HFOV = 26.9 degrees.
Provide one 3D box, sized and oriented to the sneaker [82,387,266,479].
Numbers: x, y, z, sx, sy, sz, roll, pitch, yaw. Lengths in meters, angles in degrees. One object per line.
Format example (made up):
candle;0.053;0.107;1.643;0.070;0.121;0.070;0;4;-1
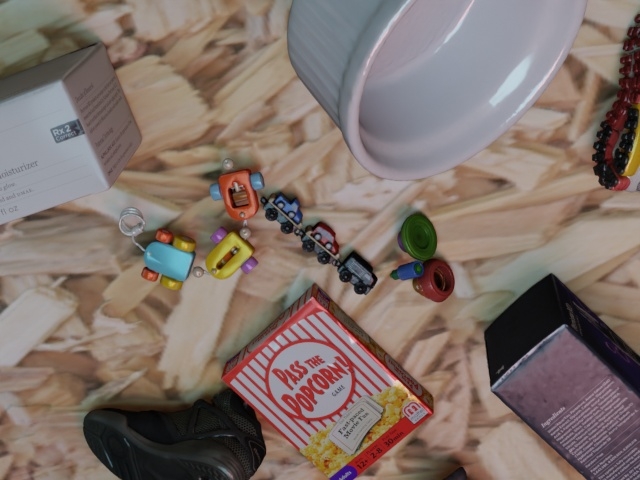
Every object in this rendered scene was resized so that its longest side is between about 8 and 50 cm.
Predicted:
sneaker;-0.156;0.222;1.522;0.228;0.130;0.087;6;118;32

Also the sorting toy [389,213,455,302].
sorting toy;0.103;0.024;1.447;0.042;0.061;0.102;-17;103;46

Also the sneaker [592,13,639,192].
sneaker;0.352;-0.155;1.353;0.093;0.088;0.225;9;111;-21

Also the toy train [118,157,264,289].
toy train;-0.127;-0.015;1.451;0.166;0.046;0.125;-17;98;12

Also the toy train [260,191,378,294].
toy train;0.000;0.000;1.453;0.158;0.027;0.036;40;104;-10

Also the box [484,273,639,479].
box;0.283;0.159;1.422;0.207;0.153;0.108;43;107;-11

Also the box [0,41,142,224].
box;-0.297;-0.102;1.356;0.181;0.182;0.119;-19;108;11

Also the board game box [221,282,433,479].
board game box;0.009;0.165;1.502;0.193;0.045;0.147;44;107;-11

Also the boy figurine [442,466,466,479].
boy figurine;0.210;0.397;1.499;0.285;0.092;0.177;49;113;12

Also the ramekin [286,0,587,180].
ramekin;0.101;-0.203;1.249;0.135;0.277;0.277;48;112;31
